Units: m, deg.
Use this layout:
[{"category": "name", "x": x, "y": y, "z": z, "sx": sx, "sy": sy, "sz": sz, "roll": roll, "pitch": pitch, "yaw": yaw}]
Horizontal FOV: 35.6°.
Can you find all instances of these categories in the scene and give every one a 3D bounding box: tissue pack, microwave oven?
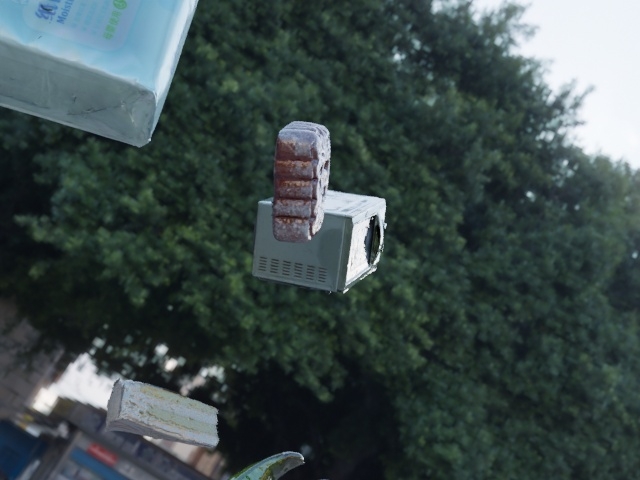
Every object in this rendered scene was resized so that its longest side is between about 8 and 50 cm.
[{"category": "tissue pack", "x": -0.178, "y": -0.214, "z": 0.765, "sx": 0.177, "sy": 0.263, "sz": 0.089, "roll": 17, "pitch": -36, "yaw": -8}, {"category": "microwave oven", "x": 0.000, "y": 0.000, "z": 1.485, "sx": 0.163, "sy": 0.129, "sz": 0.205, "roll": 8, "pitch": 11, "yaw": 16}]

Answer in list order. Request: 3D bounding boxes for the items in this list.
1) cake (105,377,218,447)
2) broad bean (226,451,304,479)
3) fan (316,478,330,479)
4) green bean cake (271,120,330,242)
[{"category": "cake", "x": -0.166, "y": 0.185, "z": 1.052, "sx": 0.121, "sy": 0.052, "sz": 0.065, "roll": 21, "pitch": -32, "yaw": -25}, {"category": "broad bean", "x": -0.163, "y": 0.410, "z": 1.440, "sx": 0.061, "sy": 0.339, "sz": 0.077, "roll": 29, "pitch": -37, "yaw": 44}, {"category": "fan", "x": -0.022, "y": 0.202, "z": 0.637, "sx": 0.074, "sy": 0.130, "sz": 0.244, "roll": 65, "pitch": -23, "yaw": 5}, {"category": "green bean cake", "x": -0.021, "y": -0.072, "z": 1.194, "sx": 0.056, "sy": 0.136, "sz": 0.135, "roll": 5, "pitch": 14, "yaw": 7}]
